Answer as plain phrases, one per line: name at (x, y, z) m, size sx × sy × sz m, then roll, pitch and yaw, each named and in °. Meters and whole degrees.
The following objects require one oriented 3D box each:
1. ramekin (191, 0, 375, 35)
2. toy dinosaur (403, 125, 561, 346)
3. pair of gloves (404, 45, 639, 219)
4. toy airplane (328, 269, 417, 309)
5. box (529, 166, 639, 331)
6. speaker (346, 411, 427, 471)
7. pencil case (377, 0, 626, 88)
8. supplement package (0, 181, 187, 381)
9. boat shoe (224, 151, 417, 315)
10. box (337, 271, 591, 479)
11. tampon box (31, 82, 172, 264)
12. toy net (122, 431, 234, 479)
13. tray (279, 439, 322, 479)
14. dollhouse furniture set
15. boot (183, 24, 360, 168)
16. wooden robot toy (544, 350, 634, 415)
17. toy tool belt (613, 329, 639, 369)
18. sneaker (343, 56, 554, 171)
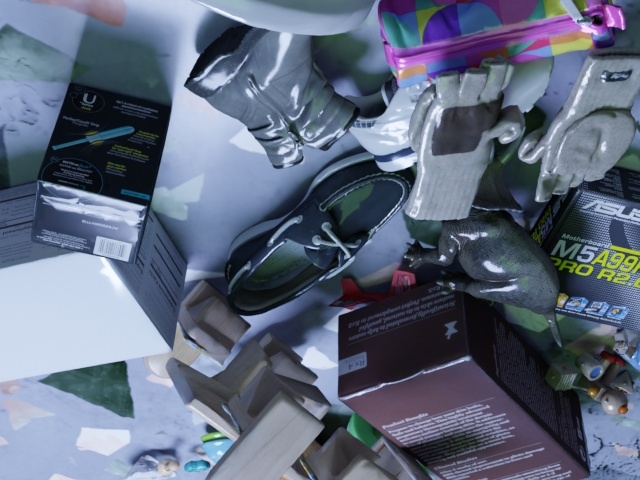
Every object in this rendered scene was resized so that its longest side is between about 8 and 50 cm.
ramekin at (-0.057, -0.298, 0.932) m, size 0.273 × 0.273 × 0.127 m, roll 18°, pitch 124°, yaw -15°
toy dinosaur at (0.204, 0.023, 1.304) m, size 0.160 × 0.121 × 0.313 m, roll -5°, pitch 119°, yaw 57°
pair of gloves at (0.202, -0.111, 1.139) m, size 0.240 × 0.042 × 0.204 m, roll -8°, pitch 139°, yaw -9°
toy airplane at (0.086, 0.080, 1.494) m, size 0.151 × 0.028 × 0.151 m, roll 2°, pitch 140°, yaw 2°
box at (0.393, 0.019, 1.381) m, size 0.270 × 0.060 × 0.216 m, roll 13°, pitch 137°, yaw -9°
speaker at (0.098, 0.360, 1.728) m, size 0.131 × 0.131 × 0.296 m, roll 3°, pitch 138°, yaw 1°
pencil case at (0.175, -0.217, 1.113) m, size 0.236 × 0.104 × 0.104 m, roll -10°, pitch 136°, yaw 16°
supplement package at (-0.331, 0.047, 1.404) m, size 0.262 × 0.145 × 0.204 m, roll -11°, pitch 135°, yaw 16°
boat shoe at (0.000, 0.000, 1.366) m, size 0.114 × 0.091 × 0.302 m, roll 31°, pitch 131°, yaw -27°
box at (0.199, 0.214, 1.531) m, size 0.191 × 0.143 × 0.381 m, roll -21°, pitch 139°, yaw 25°
tampon box at (-0.242, -0.075, 1.251) m, size 0.120 × 0.161 × 0.101 m, roll 14°, pitch 137°, yaw -9°
toy net at (-0.210, 0.350, 1.807) m, size 0.232 × 0.045 × 0.122 m, roll -16°, pitch 160°, yaw 24°
tray at (-0.018, 0.461, 1.803) m, size 0.203 × 0.076 × 0.411 m, roll 39°, pitch 147°, yaw 29°
dollhouse furniture set at (-0.059, 0.307, 1.426) m, size 0.394 × 0.362 × 0.256 m, roll 41°, pitch 91°, yaw -28°
boot at (-0.014, -0.179, 1.170) m, size 0.161 × 0.083 × 0.246 m, roll 38°, pitch 137°, yaw -21°
wooden robot toy at (0.393, 0.202, 1.544) m, size 0.173 × 0.079 × 0.076 m, roll 19°, pitch 110°, yaw -37°
toy tool belt at (0.436, 0.156, 1.534) m, size 0.083 × 0.051 × 0.052 m, roll 34°, pitch 130°, yaw -29°
sneaker at (0.133, -0.156, 1.197) m, size 0.235 × 0.090 × 0.095 m, roll -25°, pitch 121°, yaw 26°
